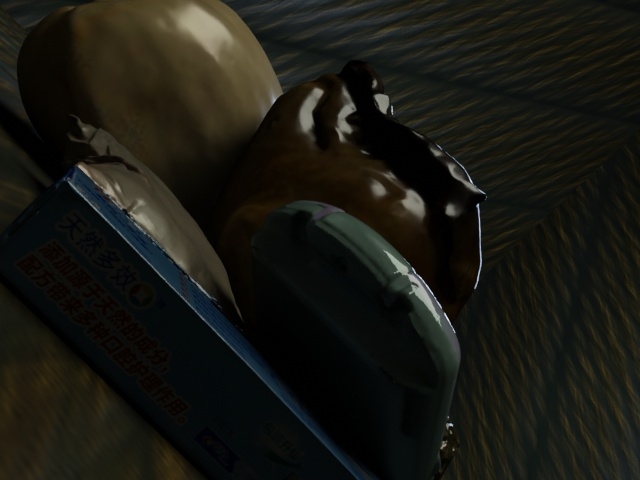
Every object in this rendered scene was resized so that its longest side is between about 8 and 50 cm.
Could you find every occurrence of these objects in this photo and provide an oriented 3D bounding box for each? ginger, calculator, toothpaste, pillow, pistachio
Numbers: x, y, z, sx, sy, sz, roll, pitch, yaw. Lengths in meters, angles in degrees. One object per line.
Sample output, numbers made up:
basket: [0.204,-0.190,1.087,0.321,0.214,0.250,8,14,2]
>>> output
ginger: [0.000,0.002,0.766,0.269,0.223,0.200,49,-18,37]
calculator: [0.013,0.087,0.533,0.141,0.045,0.246,42,-33,33]
toothpaste: [-0.038,0.083,0.431,0.272,0.053,0.066,49,1,-15]
pillow: [-0.112,0.001,0.590,0.173,0.067,0.270,54,-5,-22]
pistachio: [-0.146,-0.112,0.854,0.230,0.230,0.309,45,-9,34]

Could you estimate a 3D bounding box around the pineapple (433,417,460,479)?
pineapple: [0.036,0.165,0.866,0.197,0.108,0.108,35,2,-21]
